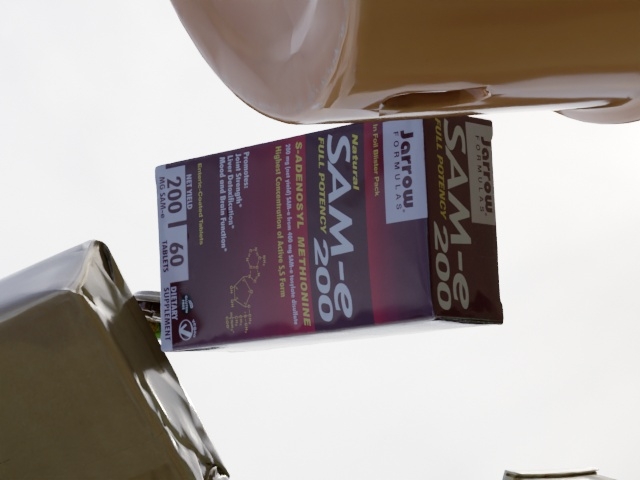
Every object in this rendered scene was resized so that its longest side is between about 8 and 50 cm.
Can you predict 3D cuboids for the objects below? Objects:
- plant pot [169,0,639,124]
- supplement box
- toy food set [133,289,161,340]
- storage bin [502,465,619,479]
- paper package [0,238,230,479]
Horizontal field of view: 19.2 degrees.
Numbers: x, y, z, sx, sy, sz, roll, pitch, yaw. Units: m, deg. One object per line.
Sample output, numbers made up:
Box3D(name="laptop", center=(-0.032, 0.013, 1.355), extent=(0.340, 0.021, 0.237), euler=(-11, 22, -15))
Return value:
Box3D(name="plant pot", center=(0.048, -0.170, 0.751), extent=(0.203, 0.291, 0.291), euler=(-19, -66, -24))
Box3D(name="supplement box", center=(0.000, 0.000, 1.206), extent=(0.073, 0.239, 0.130), euler=(5, -101, -47))
Box3D(name="toy food set", center=(-0.138, 0.084, 1.922), extent=(0.132, 0.192, 0.038), euler=(32, -113, -57))
Box3D(name="storage bin", center=(0.228, 0.340, 1.656), extent=(0.262, 0.123, 0.260), euler=(14, -92, -67))
Box3D(name="paper package", center=(-0.296, 0.205, 1.841), extent=(0.309, 0.325, 0.168), euler=(63, -171, -14))
